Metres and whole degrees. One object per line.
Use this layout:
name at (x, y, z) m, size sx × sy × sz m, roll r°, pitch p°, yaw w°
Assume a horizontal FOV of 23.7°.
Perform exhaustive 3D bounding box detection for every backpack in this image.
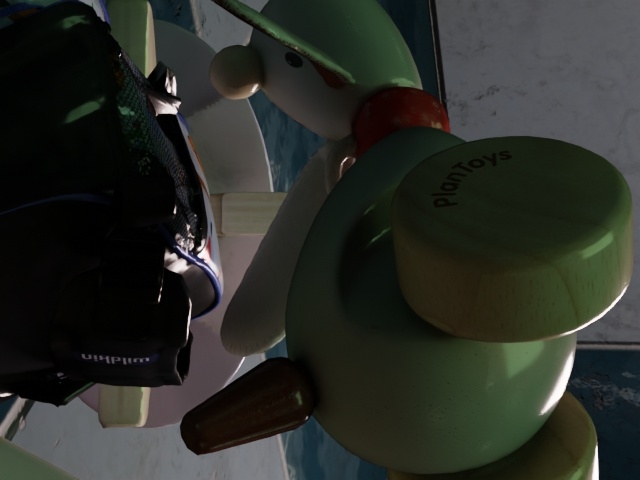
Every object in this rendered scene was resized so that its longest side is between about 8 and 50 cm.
backpack at (-0.175, -0.012, 0.737) m, size 0.263 × 0.276 × 0.213 m, roll 59°, pitch 21°, yaw -67°

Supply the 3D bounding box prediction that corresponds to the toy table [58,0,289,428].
toy table at (-0.115, -0.012, 0.974) m, size 0.161 × 0.252 × 0.274 m, roll -125°, pitch -156°, yaw -90°

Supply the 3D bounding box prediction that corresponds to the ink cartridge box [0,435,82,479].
ink cartridge box at (-0.169, 0.173, 0.570) m, size 0.353 × 0.119 × 0.207 m, roll 33°, pitch 39°, yaw -25°

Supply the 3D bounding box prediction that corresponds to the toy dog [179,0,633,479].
toy dog at (0.000, 0.000, 0.632) m, size 0.333 × 0.161 × 0.220 m, roll -140°, pitch -139°, yaw -71°
